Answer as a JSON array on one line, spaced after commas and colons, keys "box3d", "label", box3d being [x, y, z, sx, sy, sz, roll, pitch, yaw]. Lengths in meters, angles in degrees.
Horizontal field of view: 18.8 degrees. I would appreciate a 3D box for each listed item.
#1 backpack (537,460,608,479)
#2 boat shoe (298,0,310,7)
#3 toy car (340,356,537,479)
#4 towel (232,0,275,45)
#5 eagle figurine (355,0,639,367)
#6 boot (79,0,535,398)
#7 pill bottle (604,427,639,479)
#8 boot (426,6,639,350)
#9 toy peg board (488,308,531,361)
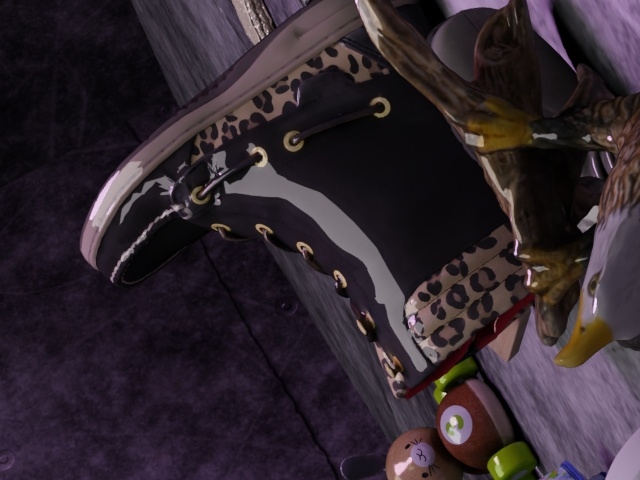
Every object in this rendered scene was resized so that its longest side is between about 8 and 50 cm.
[{"box3d": [0.238, 0.252, 1.712, 0.114, 0.084, 0.105, 59, 175, -24], "label": "backpack"}, {"box3d": [-0.002, -0.229, 1.752, 0.142, 0.049, 0.040, 56, 170, -13], "label": "boat shoe"}, {"box3d": [0.122, 0.241, 2.142, 0.155, 0.188, 0.149, 59, 174, 24], "label": "toy car"}, {"box3d": [-0.090, -0.287, 2.304, 0.148, 0.027, 0.110, 64, 175, -21], "label": "towel"}, {"box3d": [0.170, -0.029, 0.747, 0.226, 0.225, 0.298, 19, 163, -33], "label": "eagle figurine"}, {"box3d": [0.000, 0.000, 1.522, 0.284, 0.377, 0.138, 55, -153, 8], "label": "boot"}, {"box3d": [0.249, 0.183, 0.982, 0.153, 0.153, 0.264, 64, 174, -21], "label": "pill bottle"}, {"box3d": [0.159, -0.054, 1.096, 0.246, 0.083, 0.161, 55, 166, 9], "label": "boot"}, {"box3d": [0.131, 0.004, 1.624, 0.160, 0.079, 0.161, 44, 170, 13], "label": "toy peg board"}]
